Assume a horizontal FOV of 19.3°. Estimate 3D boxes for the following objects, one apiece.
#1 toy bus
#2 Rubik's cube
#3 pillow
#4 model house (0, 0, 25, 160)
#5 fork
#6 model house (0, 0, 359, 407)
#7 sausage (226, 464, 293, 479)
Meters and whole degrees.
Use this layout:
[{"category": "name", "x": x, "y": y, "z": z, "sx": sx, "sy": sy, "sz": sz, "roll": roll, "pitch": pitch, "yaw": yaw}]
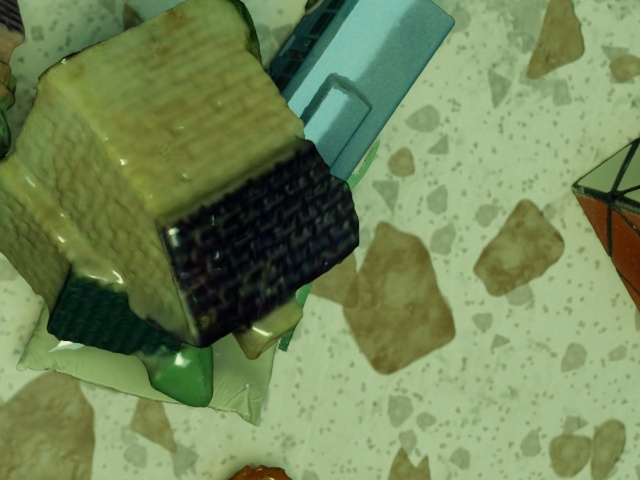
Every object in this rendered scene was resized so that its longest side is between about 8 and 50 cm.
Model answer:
[{"category": "toy bus", "x": 0.012, "y": -0.149, "z": 1.797, "sx": 0.116, "sy": 0.133, "sz": 0.234, "roll": 36, "pitch": 87, "yaw": -21}, {"category": "Rubik's cube", "x": 0.417, "y": -0.017, "z": 1.914, "sx": 0.205, "sy": 0.207, "sz": 0.205, "roll": -35, "pitch": 106, "yaw": -10}, {"category": "pillow", "x": -0.157, "y": 0.083, "z": 1.812, "sx": 0.254, "sy": 0.078, "sz": 0.144, "roll": 15, "pitch": 83, "yaw": -20}, {"category": "model house", "x": -0.361, "y": -0.208, "z": 1.612, "sx": 0.237, "sy": 0.202, "sz": 0.237, "roll": 23, "pitch": 68, "yaw": -33}, {"category": "fork", "x": -0.001, "y": 0.000, "z": 1.865, "sx": 0.039, "sy": 0.021, "sz": 0.235, "roll": 25, "pitch": 79, "yaw": -16}, {"category": "model house", "x": -0.122, "y": -0.010, "z": 1.636, "sx": 0.243, "sy": 0.298, "sz": 0.284, "roll": -27, "pitch": 75, "yaw": -29}, {"category": "sausage", "x": -0.086, "y": 0.389, "z": 1.877, "sx": 0.097, "sy": 0.094, "sz": 0.349, "roll": 2, "pitch": 97, "yaw": -32}]
